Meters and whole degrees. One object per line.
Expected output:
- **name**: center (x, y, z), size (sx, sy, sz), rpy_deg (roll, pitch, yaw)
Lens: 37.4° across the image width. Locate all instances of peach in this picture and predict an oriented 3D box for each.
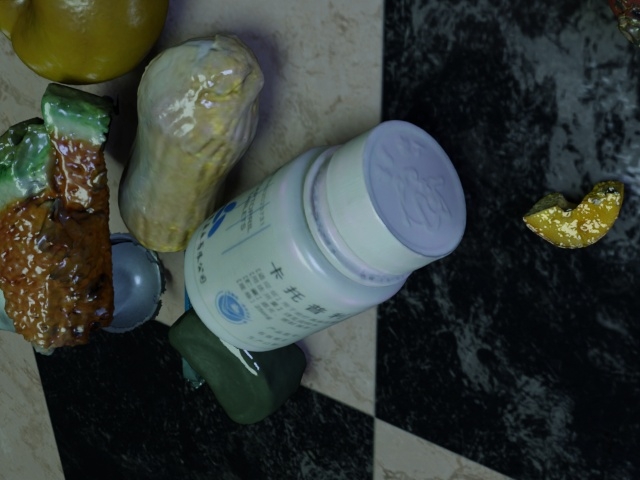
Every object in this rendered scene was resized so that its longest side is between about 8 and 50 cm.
- **peach**: center (-0.272, -0.283, 0.997), size (0.251, 0.153, 0.251), rpy_deg (17, 122, 30)

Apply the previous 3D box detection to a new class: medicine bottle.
- **medicine bottle**: center (0.000, 0.000, 0.957), size (0.293, 0.170, 0.170), rpy_deg (-29, 99, 45)

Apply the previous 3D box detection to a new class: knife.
- **knife**: center (-0.171, 0.096, 1.264), size (0.044, 0.026, 0.297), rpy_deg (34, 136, 32)

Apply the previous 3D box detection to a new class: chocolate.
- **chocolate**: center (-0.149, -0.102, 1.034), size (0.134, 0.134, 0.309), rpy_deg (41, 138, 9)

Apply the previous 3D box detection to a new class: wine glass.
- **wine glass**: center (-0.364, 0.064, 1.319), size (0.321, 0.143, 0.143), rpy_deg (-6, 114, 44)

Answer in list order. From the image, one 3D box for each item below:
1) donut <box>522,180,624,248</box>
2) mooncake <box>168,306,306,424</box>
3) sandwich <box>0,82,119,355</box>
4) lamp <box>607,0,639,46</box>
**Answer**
- **donut**: center (0.232, -0.032, 0.844), size (0.067, 0.038, 0.083), rpy_deg (39, 131, 13)
- **mooncake**: center (-0.105, 0.144, 1.189), size (0.168, 0.104, 0.175), rpy_deg (10, 126, 30)
- **sandwich**: center (-0.314, -0.019, 1.075), size (0.250, 0.162, 0.301), rpy_deg (180, 92, -78)
- **lamp**: center (0.254, -0.182, 0.684), size (0.101, 0.090, 0.101), rpy_deg (45, 175, 5)
